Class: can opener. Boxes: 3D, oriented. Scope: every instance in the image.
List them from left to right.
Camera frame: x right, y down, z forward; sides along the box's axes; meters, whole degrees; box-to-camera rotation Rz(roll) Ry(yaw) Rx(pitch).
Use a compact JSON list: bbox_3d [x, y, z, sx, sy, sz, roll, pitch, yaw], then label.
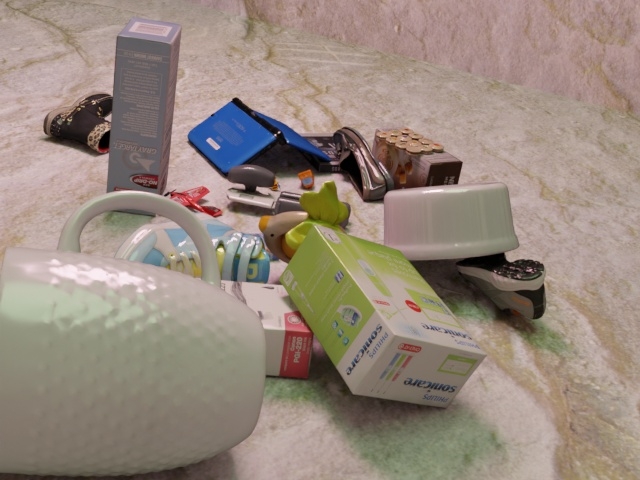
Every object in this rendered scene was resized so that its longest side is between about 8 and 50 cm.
[{"bbox_3d":[-0.071,-0.101,2.020,0.283,0.095,0.076,10,25,4],"label":"can opener"}]

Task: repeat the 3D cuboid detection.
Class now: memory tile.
[{"bbox_3d":[0.213,-0.238,2.181,0.113,0.012,0.148,-13,33,-34],"label":"memory tile"}]

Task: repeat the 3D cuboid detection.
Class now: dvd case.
[{"bbox_3d":[0.037,-0.236,2.439,0.179,0.030,0.239,-3,26,-22],"label":"dvd case"}]

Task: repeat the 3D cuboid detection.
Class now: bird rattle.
[{"bbox_3d":[0.000,0.000,1.698,0.207,0.143,0.253,0,-25,26],"label":"bird rattle"}]

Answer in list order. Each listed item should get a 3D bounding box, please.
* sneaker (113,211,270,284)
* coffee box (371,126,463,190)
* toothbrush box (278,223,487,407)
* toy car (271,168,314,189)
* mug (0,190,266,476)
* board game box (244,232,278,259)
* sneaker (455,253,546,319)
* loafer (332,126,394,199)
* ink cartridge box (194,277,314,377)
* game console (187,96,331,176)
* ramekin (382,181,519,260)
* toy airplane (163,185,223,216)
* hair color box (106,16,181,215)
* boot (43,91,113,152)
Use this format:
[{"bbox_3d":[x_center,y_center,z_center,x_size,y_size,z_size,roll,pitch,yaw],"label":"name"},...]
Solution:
[{"bbox_3d":[-0.212,0.043,1.620,0.208,0.127,0.319,18,27,23],"label":"sneaker"},{"bbox_3d":[0.225,-0.170,2.223,0.098,0.141,0.246,-6,29,-29],"label":"coffee box"},{"bbox_3d":[0.092,0.118,1.442,0.206,0.122,0.283,17,26,-38],"label":"toothbrush box"},{"bbox_3d":[-0.067,-0.135,2.194,0.122,0.060,0.040,-16,75,-13],"label":"toy car"},{"bbox_3d":[-0.246,0.115,1.178,0.328,0.374,0.276,7,-18,-17],"label":"mug"},{"bbox_3d":[-0.137,0.013,1.839,0.090,0.020,0.090,-3,27,-21],"label":"board game box"},{"bbox_3d":[0.347,0.084,1.774,0.100,0.108,0.271,-18,15,-14],"label":"sneaker"},{"bbox_3d":[0.086,-0.194,2.259,0.084,0.096,0.267,-18,45,-20],"label":"loafer"},{"bbox_3d":[-0.126,0.139,1.479,0.218,0.092,0.158,4,24,-7],"label":"ink cartridge box"},{"bbox_3d":[-0.162,-0.239,2.346,0.250,0.173,0.293,-38,37,-8],"label":"game console"},{"bbox_3d":[0.256,-0.042,1.837,0.277,0.135,0.277,-5,5,0],"label":"ramekin"},{"bbox_3d":[-0.275,-0.080,1.985,0.151,0.028,0.151,7,26,-3],"label":"toy airplane"},{"bbox_3d":[-0.375,-0.262,1.930,0.113,0.374,0.185,7,24,-4],"label":"hair color box"},{"bbox_3d":[-0.555,-0.295,2.300,0.178,0.085,0.236,22,34,22],"label":"boot"}]
